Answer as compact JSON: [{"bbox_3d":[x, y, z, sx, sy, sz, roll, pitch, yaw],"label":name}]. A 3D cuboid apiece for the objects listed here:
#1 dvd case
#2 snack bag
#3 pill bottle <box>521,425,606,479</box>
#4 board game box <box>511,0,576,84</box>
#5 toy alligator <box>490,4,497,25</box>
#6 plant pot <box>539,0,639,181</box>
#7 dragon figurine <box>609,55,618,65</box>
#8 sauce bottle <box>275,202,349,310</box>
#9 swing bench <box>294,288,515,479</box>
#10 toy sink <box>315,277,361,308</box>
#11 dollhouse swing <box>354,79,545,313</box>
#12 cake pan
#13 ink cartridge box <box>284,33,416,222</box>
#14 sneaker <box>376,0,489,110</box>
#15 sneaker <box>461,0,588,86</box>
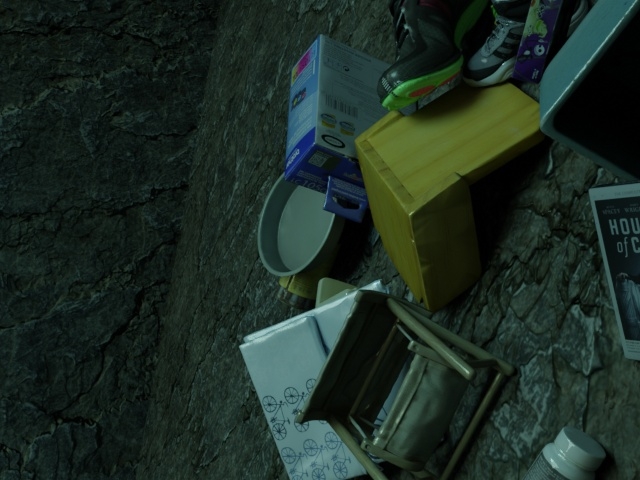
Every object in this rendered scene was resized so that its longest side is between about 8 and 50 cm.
[{"bbox_3d":[0.431,0.040,1.034,0.179,0.029,0.238,-4,102,65],"label":"dvd case"},{"bbox_3d":[0.034,0.277,1.526,0.342,0.037,0.323,-25,80,28],"label":"snack bag"},{"bbox_3d":[0.325,0.327,1.133,0.137,0.078,0.078,-63,25,18],"label":"pill bottle"},{"bbox_3d":[0.357,-0.417,1.182,0.208,0.056,0.347,-53,-24,-55],"label":"board game box"},{"bbox_3d":[0.365,-0.460,1.661,0.056,0.051,0.189,-55,29,31],"label":"toy alligator"},{"bbox_3d":[0.451,-0.238,1.111,0.248,0.247,0.252,-56,12,30],"label":"plant pot"},{"bbox_3d":[0.458,-0.308,1.312,0.144,0.085,0.289,-48,31,41],"label":"dragon figurine"},{"bbox_3d":[0.000,0.000,2.026,0.344,0.111,0.111,-66,25,9],"label":"sauce bottle"},{"bbox_3d":[0.133,0.251,1.370,0.255,0.165,0.253,34,105,34],"label":"swing bench"},{"bbox_3d":[0.081,0.182,1.669,0.131,0.153,0.234,-34,42,53],"label":"toy sink"},{"bbox_3d":[0.267,-0.104,1.599,0.347,0.305,0.315,-118,11,-58],"label":"dollhouse swing"},{"bbox_3d":[-0.041,-0.050,1.962,0.293,0.054,0.293,-26,54,43],"label":"cake pan"},{"bbox_3d":[0.070,-0.235,1.851,0.151,0.270,0.395,-46,34,46],"label":"ink cartridge box"},{"bbox_3d":[0.195,-0.437,1.671,0.185,0.202,0.483,-28,28,43],"label":"sneaker"},{"bbox_3d":[0.336,-0.395,1.510,0.268,0.153,0.101,-31,40,40],"label":"sneaker"}]
